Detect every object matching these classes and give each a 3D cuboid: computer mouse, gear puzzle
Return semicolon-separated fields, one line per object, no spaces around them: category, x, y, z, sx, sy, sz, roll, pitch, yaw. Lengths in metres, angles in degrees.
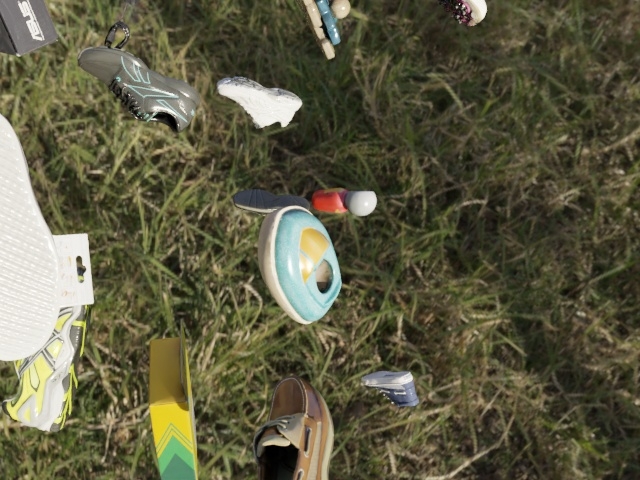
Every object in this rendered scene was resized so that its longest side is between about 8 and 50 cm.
computer mouse;-0.421;-0.499;1.357;0.071;0.242;0.041;38;36;10
gear puzzle;-0.048;-0.357;0.686;0.044;0.175;0.338;-25;61;5

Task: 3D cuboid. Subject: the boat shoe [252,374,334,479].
boat shoe;-0.052;0.360;1.113;0.120;0.123;0.324;47;20;-32

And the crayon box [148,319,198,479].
crayon box;-0.323;0.357;1.407;0.081;0.318;0.202;-5;33;-10

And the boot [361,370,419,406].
boot;0.183;0.401;1.726;0.069;0.190;0.086;-17;90;-32

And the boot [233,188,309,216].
boot;-0.164;-0.068;2.027;0.237;0.178;0.085;6;49;-10

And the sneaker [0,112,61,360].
sneaker;-0.368;-0.014;0.737;0.102;0.282;0.161;-9;13;-30

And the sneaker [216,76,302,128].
sneaker;-0.166;-0.348;1.672;0.232;0.115;0.090;12;27;-27

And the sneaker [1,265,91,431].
sneaker;-0.630;0.241;1.496;0.147;0.145;0.384;10;74;-8

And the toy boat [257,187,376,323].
toy boat;0.000;0.000;1.339;0.148;0.267;0.318;4;48;33

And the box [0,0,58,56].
box;-0.656;-0.506;1.117;0.395;0.318;0.097;20;45;32

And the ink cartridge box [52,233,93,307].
ink cartridge box;-0.538;0.062;1.237;0.179;0.045;0.145;-5;87;-39

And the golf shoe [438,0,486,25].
golf shoe;0.176;-0.376;0.854;0.086;0.067;0.186;-30;87;-3

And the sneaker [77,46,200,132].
sneaker;-0.391;-0.323;1.377;0.267;0.101;0.106;21;72;-21
